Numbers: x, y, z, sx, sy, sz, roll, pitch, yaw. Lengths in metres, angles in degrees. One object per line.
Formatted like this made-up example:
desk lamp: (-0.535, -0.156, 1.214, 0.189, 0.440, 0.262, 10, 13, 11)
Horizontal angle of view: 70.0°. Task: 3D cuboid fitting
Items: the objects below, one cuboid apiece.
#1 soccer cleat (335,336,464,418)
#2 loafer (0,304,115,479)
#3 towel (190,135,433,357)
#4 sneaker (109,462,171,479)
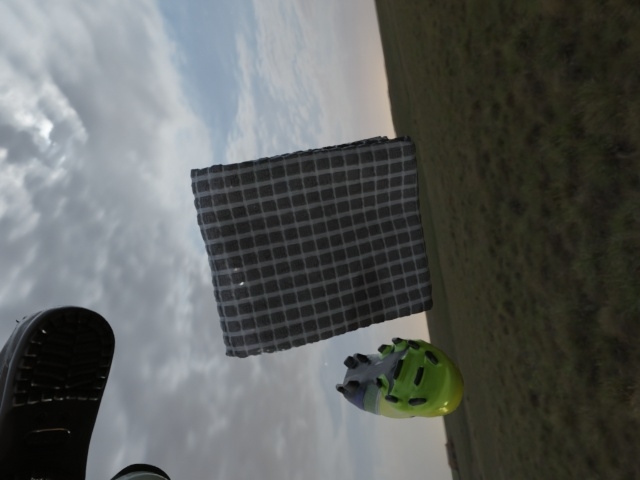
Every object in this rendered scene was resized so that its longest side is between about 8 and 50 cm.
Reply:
soccer cleat: (0.121, 0.198, 0.627, 0.093, 0.121, 0.289, -67, 11, -23)
loafer: (-0.348, 0.248, 0.536, 0.134, 0.130, 0.366, 27, -103, -42)
towel: (0.000, 0.000, 0.570, 0.121, 0.283, 0.235, -167, 65, -79)
sneaker: (-0.292, 0.506, 0.565, 0.158, 0.182, 0.410, 40, -121, -31)
